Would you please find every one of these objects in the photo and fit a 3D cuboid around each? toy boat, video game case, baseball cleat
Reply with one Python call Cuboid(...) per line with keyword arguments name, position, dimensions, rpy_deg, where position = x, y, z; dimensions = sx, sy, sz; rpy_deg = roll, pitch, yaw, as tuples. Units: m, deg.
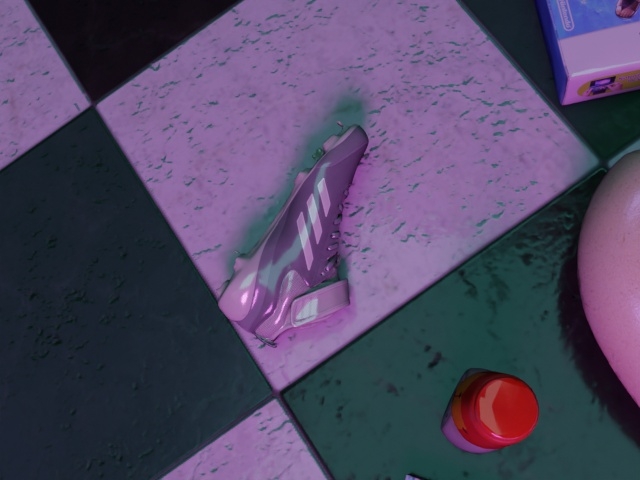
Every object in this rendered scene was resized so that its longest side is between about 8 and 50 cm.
Cuboid(name="toy boat", position=(0.240, 0.077, 0.609), dimensions=(0.318, 0.148, 0.267), rpy_deg=(-22, 77, -3))
Cuboid(name="video game case", position=(0.311, -0.276, 0.719), dimensions=(0.244, 0.061, 0.269), rpy_deg=(-11, 73, 7))
Cuboid(name="baseball cleat", position=(0.000, 0.000, 0.711), dimensions=(0.109, 0.072, 0.206), rpy_deg=(36, 89, 4))

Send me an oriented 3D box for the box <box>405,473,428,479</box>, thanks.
Cuboid(name="box", position=(0.094, 0.266, 0.633), dimensions=(0.094, 0.027, 0.137), rpy_deg=(16, 79, 16))
